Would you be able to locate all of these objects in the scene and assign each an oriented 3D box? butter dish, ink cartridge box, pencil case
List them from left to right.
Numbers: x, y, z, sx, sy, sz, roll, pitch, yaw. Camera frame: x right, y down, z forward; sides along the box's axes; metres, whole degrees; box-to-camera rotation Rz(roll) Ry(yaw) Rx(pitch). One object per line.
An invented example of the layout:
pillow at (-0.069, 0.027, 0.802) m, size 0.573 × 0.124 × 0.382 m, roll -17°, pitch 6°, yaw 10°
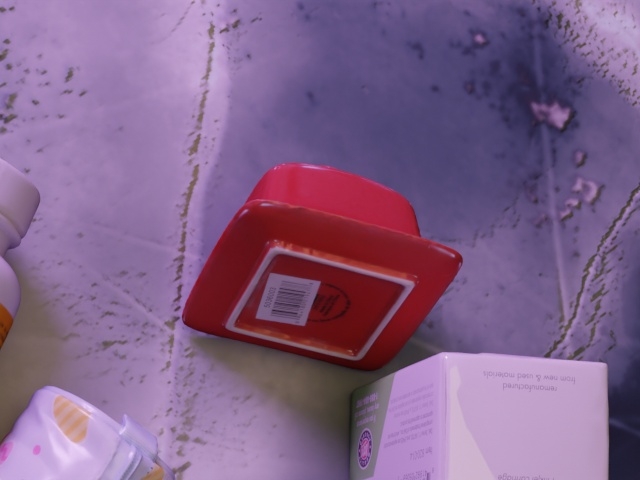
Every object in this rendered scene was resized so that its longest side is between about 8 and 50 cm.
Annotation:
pencil case at (-0.208, 0.223, 1.199) m, size 0.113 × 0.124 × 0.273 m, roll 38°, pitch 69°, yaw -6°
butter dish at (0.000, 0.000, 1.318) m, size 0.160 × 0.160 × 0.118 m, roll 14°, pitch 51°, yaw -15°
ink cartridge box at (0.098, 0.263, 1.242) m, size 0.119 × 0.207 × 0.353 m, roll 5°, pitch 77°, yaw -15°

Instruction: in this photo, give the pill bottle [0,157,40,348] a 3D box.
pill bottle at (-0.274, 0.059, 1.206) m, size 0.136 × 0.136 × 0.245 m, roll 27°, pitch 71°, yaw -10°
